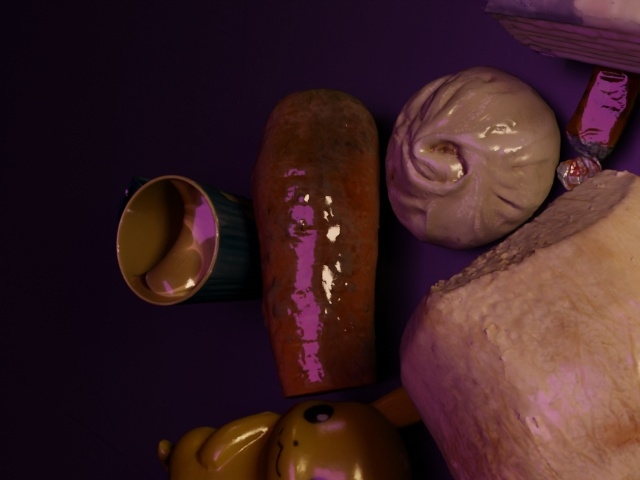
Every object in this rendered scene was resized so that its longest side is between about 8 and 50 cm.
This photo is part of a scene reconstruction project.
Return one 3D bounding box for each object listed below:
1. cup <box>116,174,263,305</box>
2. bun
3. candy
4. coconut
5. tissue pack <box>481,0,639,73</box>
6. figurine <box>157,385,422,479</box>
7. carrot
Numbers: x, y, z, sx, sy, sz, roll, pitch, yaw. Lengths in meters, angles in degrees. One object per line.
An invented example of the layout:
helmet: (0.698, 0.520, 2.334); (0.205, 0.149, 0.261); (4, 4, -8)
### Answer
cup: (-0.127, -0.006, 1.127); (0.176, 0.155, 0.131); (42, 107, 30)
bun: (0.129, -0.084, 1.007); (0.183, 0.102, 0.184); (-6, 79, 32)
candy: (0.263, -0.127, 0.959); (0.053, 0.046, 0.182); (27, 100, 21)
coconut: (0.223, 0.116, 0.823); (0.297, 0.297, 0.254); (-51, 60, 17)
tissue pack: (0.324, -0.242, 0.833); (0.343, 0.125, 0.242); (24, 85, 45)
figurine: (-0.020, 0.252, 1.024); (0.326, 0.169, 0.218); (-24, 49, 34)
carrot: (0.000, 0.000, 1.052); (0.138, 0.138, 0.302); (-14, 74, 30)
